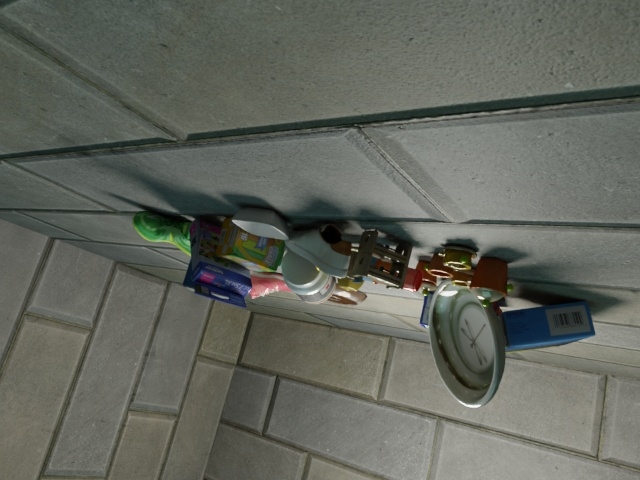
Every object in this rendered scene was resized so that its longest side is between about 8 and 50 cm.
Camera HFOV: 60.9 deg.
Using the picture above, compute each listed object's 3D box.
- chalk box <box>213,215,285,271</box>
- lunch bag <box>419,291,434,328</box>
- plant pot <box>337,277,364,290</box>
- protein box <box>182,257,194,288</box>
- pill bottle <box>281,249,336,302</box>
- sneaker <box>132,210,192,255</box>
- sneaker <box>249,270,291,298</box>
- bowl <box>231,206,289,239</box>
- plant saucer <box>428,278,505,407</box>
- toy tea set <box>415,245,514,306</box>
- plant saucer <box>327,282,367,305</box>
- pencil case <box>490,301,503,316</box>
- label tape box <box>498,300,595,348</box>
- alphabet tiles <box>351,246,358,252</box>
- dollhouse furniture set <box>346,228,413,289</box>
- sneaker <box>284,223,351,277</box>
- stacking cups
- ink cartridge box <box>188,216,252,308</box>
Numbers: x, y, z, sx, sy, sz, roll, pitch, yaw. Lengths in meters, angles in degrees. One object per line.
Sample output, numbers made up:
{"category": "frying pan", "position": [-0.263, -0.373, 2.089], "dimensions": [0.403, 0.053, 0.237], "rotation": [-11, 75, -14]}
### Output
{"category": "chalk box", "position": [-0.197, 0.021, 1.694], "dimensions": [0.213, 0.132, 0.132], "rotation": [22, 164, -32]}
{"category": "lunch bag", "position": [0.431, 0.271, 2.042], "dimensions": [0.096, 0.128, 0.151], "rotation": [-2, 159, 46]}
{"category": "plant pot", "position": [0.107, 0.132, 1.919], "dimensions": [0.081, 0.083, 0.082], "rotation": [26, 161, -39]}
{"category": "protein box", "position": [-0.394, 0.115, 2.109], "dimensions": [0.201, 0.199, 0.136], "rotation": [13, 166, 4]}
{"category": "pill bottle", "position": [-0.040, 0.116, 1.838], "dimensions": [0.162, 0.162, 0.278], "rotation": [12, 166, 11]}
{"category": "sneaker", "position": [-0.498, -0.037, 1.879], "dimensions": [0.296, 0.109, 0.123], "rotation": [24, 140, -29]}
{"category": "sneaker", "position": [-0.259, 0.207, 2.461], "dimensions": [0.314, 0.136, 0.116], "rotation": [14, 167, 1]}
{"category": "bowl", "position": [-0.163, -0.052, 1.540], "dimensions": [0.142, 0.053, 0.142], "rotation": [7, 164, 25]}
{"category": "plant saucer", "position": [0.472, 0.308, 1.698], "dimensions": [0.101, 0.400, 0.400], "rotation": [-5, 171, -17]}
{"category": "toy tea set", "position": [0.375, 0.117, 1.510], "dimensions": [0.200, 0.124, 0.336], "rotation": [16, 166, -8]}
{"category": "plant saucer", "position": [0.055, 0.238, 2.455], "dimensions": [0.311, 0.050, 0.310], "rotation": [14, 165, 4]}
{"category": "pencil case", "position": [0.569, 0.247, 1.880], "dimensions": [0.105, 0.104, 0.236], "rotation": [8, 163, 25]}
{"category": "label tape box", "position": [0.686, 0.289, 1.746], "dimensions": [0.249, 0.115, 0.347], "rotation": [-9, 165, 5]}
{"category": "alphabet tiles", "position": [0.165, 0.064, 1.752], "dimensions": [0.198, 0.009, 0.237], "rotation": [7, 164, 27]}
{"category": "dollhouse furniture set", "position": [0.137, 0.054, 1.503], "dimensions": [0.129, 0.128, 0.184], "rotation": [21, 168, -25]}
{"category": "sneaker", "position": [0.000, 0.000, 1.531], "dimensions": [0.106, 0.123, 0.290], "rotation": [10, -167, -37]}
{"category": "stacking cups", "position": [0.144, 0.077, 1.598], "dimensions": [0.316, 0.096, 0.096], "rotation": [13, 166, 25]}
{"category": "ink cartridge box", "position": [-0.318, 0.068, 1.734], "dimensions": [0.186, 0.311, 0.065], "rotation": [23, 122, -32]}
